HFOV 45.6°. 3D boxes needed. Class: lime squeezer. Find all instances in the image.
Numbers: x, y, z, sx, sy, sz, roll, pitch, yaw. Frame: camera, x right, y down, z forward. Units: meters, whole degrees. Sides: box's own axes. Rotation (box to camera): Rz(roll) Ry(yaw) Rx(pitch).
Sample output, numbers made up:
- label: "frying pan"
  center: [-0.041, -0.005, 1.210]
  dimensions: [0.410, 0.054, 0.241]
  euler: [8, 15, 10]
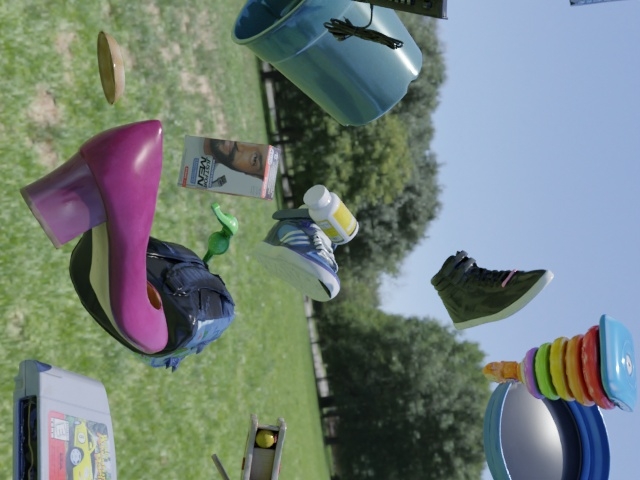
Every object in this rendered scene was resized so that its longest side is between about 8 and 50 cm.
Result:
- label: "lime squeezer"
  center: [-0.243, 0.003, 1.766]
  dimensions: [0.110, 0.058, 0.310]
  euler: [-56, 178, -44]

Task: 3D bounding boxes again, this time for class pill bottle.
- label: "pill bottle"
  center: [0.018, -0.050, 1.436]
  dimensions: [0.116, 0.065, 0.065]
  euler: [50, 22, -39]

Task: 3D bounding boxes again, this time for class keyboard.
- label: "keyboard"
  center: [0.082, -0.420, 1.293]
  dimensions: [0.317, 0.033, 0.202]
  euler: [26, -46, 37]

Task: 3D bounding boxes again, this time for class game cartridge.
- label: "game cartridge"
  center: [-0.375, 0.336, 1.127]
  dimensions: [0.196, 0.060, 0.294]
  euler: [56, 22, -65]

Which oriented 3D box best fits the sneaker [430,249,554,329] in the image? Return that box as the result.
- label: "sneaker"
  center: [0.326, 0.081, 1.530]
  dimensions: [0.147, 0.104, 0.295]
  euler: [53, -33, -2]

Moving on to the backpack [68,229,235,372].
- label: "backpack"
  center: [-0.315, 0.119, 1.528]
  dimensions: [0.290, 0.273, 0.355]
  euler: [42, 18, 11]

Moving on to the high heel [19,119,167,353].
- label: "high heel"
  center: [-0.228, 0.014, 1.008]
  dimensions: [0.127, 0.181, 0.377]
  euler: [50, -14, 32]

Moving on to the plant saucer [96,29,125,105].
- label: "plant saucer"
  center: [-0.235, -0.194, 0.856]
  dimensions: [0.083, 0.015, 0.083]
  euler: [35, -50, 56]

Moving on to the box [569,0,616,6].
- label: "box"
  center: [0.609, -0.517, 1.384]
  dimensions: [0.242, 0.307, 0.077]
  euler: [7, 84, -70]

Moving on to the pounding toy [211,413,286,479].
- label: "pounding toy"
  center: [-0.170, 0.515, 1.697]
  dimensions: [0.154, 0.154, 0.270]
  euler: [-103, -157, -74]

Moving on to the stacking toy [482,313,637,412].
- label: "stacking toy"
  center: [0.467, 0.261, 1.531]
  dimensions: [0.175, 0.301, 0.166]
  euler: [37, 52, -46]

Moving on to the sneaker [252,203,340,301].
- label: "sneaker"
  center: [0.000, 0.000, 1.781]
  dimensions: [0.322, 0.236, 0.130]
  euler: [20, -32, 54]

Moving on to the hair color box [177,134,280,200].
- label: "hair color box"
  center: [-0.160, -0.127, 1.324]
  dimensions: [0.053, 0.167, 0.093]
  euler: [10, 88, -71]

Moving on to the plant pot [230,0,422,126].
- label: "plant pot"
  center: [0.034, -0.456, 1.711]
  dimensions: [0.334, 0.341, 0.341]
  euler: [42, 24, -31]

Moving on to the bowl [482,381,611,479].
- label: "bowl"
  center: [0.560, 0.502, 1.888]
  dimensions: [0.077, 0.391, 0.391]
  euler: [-28, -115, 53]
